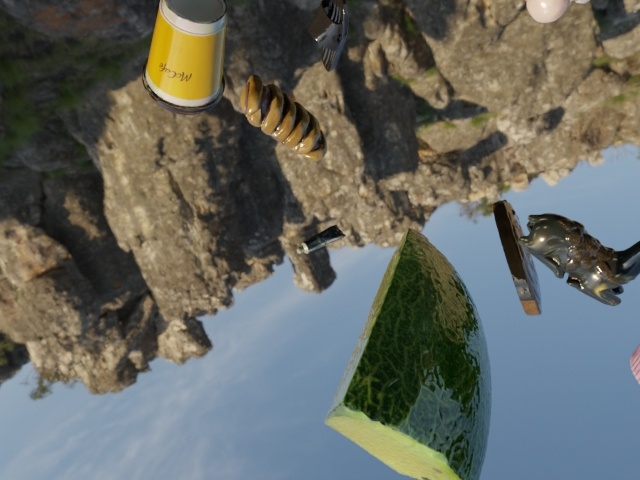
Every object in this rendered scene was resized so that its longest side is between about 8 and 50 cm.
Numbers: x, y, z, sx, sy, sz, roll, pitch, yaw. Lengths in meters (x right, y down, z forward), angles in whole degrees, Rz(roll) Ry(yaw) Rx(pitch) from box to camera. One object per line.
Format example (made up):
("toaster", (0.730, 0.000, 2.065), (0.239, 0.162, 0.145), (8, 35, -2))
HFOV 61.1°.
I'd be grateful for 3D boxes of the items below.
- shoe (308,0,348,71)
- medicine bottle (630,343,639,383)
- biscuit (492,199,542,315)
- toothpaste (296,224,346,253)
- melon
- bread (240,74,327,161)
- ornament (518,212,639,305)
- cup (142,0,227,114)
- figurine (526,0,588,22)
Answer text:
("shoe", (0.007, -0.339, 0.899), (0.053, 0.062, 0.159), (-15, 159, -13))
("medicine bottle", (0.496, 0.072, 0.588), (0.178, 0.290, 0.178), (15, -153, -8))
("biscuit", (0.465, 0.037, 1.262), (0.049, 0.273, 0.257), (-16, 174, 23))
("toothpaste", (0.000, 0.000, 0.817), (0.083, 0.027, 0.019), (-27, 156, -28))
("melon", (0.109, 0.093, 0.600), (0.124, 0.196, 0.323), (-25, -149, 36))
("bread", (-0.077, -0.269, 1.186), (0.081, 0.225, 0.134), (-43, -138, 24))
("ornament", (0.431, -0.017, 0.765), (0.080, 0.202, 0.236), (-56, -177, -35))
("cup", (-0.298, -0.427, 1.225), (0.196, 0.196, 0.279), (-30, 167, -31))
("figurine", (0.212, -0.310, 0.498), (0.144, 0.182, 0.257), (-40, 160, 27))
